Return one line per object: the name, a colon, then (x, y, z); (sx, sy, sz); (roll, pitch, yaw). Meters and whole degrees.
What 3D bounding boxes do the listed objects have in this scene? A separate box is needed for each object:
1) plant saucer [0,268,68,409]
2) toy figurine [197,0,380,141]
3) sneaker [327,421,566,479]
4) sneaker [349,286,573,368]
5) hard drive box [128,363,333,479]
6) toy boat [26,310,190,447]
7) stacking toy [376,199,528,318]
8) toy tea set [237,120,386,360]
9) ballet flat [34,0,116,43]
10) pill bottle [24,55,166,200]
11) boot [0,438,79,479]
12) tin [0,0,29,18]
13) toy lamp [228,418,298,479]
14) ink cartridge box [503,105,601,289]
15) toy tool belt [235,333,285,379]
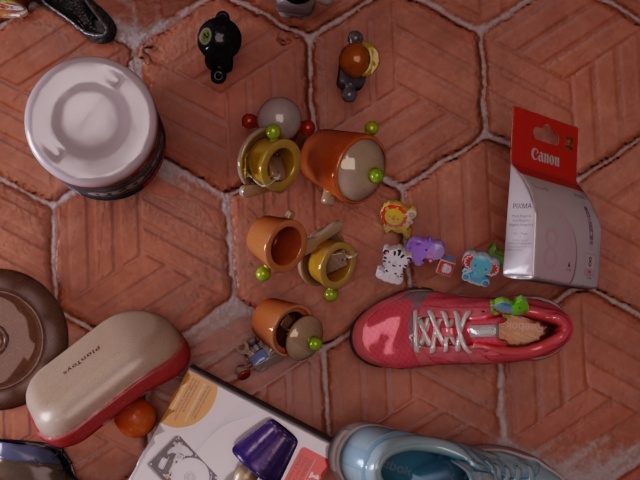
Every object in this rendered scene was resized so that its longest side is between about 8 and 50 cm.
plant saucer: (-0.452, 0.137, 1.764); (0.198, 0.036, 0.199); (0, 86, -4)
toy figurine: (-0.045, -0.253, 1.751); (0.209, 0.148, 0.213); (-35, 89, -4)
sneaker: (0.195, 0.337, 1.696); (0.366, 0.150, 0.135); (13, 90, -20)
sneaker: (0.197, 0.116, 1.748); (0.314, 0.136, 0.116); (-3, 86, -3)
hard drive box: (-0.119, 0.303, 1.745); (0.232, 0.089, 0.181); (27, 86, -1)
toy boat: (-0.274, 0.207, 1.733); (0.231, 0.151, 0.151); (-37, 121, -6)
stacking toy: (0.182, 0.023, 1.736); (0.221, 0.167, 0.052); (18, 116, -1)
toy tea set: (0.000, 0.000, 1.693); (0.200, 0.124, 0.336); (-19, 119, -38)
ballet flat: (-0.357, -0.341, 1.789); (0.173, 0.049, 0.057); (36, 85, 0)
pill bottle: (-0.285, -0.136, 1.664); (0.161, 0.283, 0.161); (0, 87, -3)
boot: (-0.352, 0.327, 1.735); (0.219, 0.082, 0.106); (1, 89, -1)
tin: (-0.496, -0.345, 1.754); (0.189, 0.106, 0.040); (8, 86, -3)
toy lamp: (-0.132, 0.353, 1.659); (0.080, 0.080, 0.275); (38, 89, 0)
ink cartridge box: (0.325, -0.055, 1.747); (0.066, 0.189, 0.232); (6, 88, 40)
toy tool belt: (-0.088, 0.156, 1.780); (0.083, 0.052, 0.051); (-29, 57, -7)
